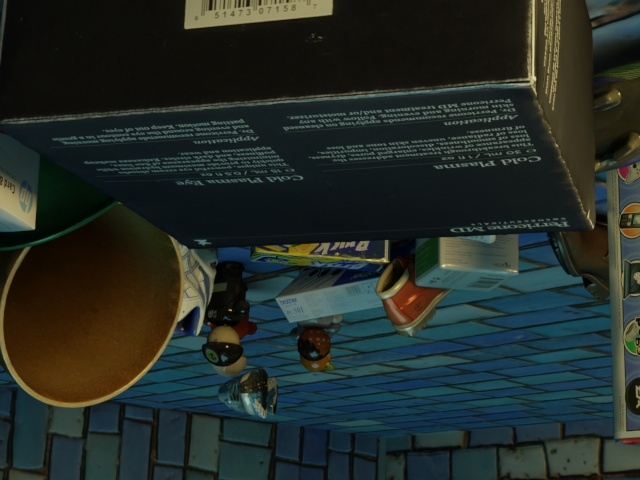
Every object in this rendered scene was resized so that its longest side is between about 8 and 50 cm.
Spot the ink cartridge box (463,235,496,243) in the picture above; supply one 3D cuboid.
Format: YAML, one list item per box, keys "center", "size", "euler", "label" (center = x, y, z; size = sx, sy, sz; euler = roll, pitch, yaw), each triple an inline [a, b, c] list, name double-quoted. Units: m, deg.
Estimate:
- center: [0.041, -0.078, 1.230]
  size: [0.275, 0.060, 0.239]
  euler: [10, 163, 6]
  label: "ink cartridge box"

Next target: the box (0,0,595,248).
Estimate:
- center: [0.004, -0.121, 0.910]
  size: [0.343, 0.179, 0.312]
  euler: [-2, 164, 17]
  label: "box"

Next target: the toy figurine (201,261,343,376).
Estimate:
- center: [-0.073, 0.126, 1.926]
  size: [0.209, 0.148, 0.213]
  euler: [3, 165, -2]
  label: "toy figurine"

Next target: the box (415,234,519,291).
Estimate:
- center: [0.174, 0.007, 1.555]
  size: [0.102, 0.087, 0.101]
  euler: [6, 165, -12]
  label: "box"

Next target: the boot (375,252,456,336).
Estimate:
- center: [0.131, 0.035, 1.620]
  size: [0.059, 0.158, 0.085]
  euler: [14, 148, 52]
  label: "boot"

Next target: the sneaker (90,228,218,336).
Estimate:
- center: [-0.208, 0.047, 1.680]
  size: [0.111, 0.131, 0.296]
  euler: [-2, 164, 20]
  label: "sneaker"

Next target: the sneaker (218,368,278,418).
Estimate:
- center: [-0.114, 0.229, 1.922]
  size: [0.083, 0.071, 0.191]
  euler: [1, 168, 5]
  label: "sneaker"

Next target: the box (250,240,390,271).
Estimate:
- center: [0.000, 0.000, 1.608]
  size: [0.168, 0.059, 0.054]
  euler: [5, 165, -10]
  label: "box"

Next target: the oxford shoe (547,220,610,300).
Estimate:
- center: [0.334, 0.000, 1.567]
  size: [0.096, 0.083, 0.227]
  euler: [-28, 153, 22]
  label: "oxford shoe"

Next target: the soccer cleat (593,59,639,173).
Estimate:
- center: [0.320, -0.132, 1.058]
  size: [0.289, 0.093, 0.121]
  euler: [-18, -168, 35]
  label: "soccer cleat"

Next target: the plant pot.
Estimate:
- center: [-0.324, 0.037, 1.496]
  size: [0.237, 0.237, 0.254]
  euler: [17, -177, -45]
  label: "plant pot"

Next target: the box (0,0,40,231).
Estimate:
- center: [-0.248, -0.115, 0.952]
  size: [0.038, 0.186, 0.145]
  euler: [-1, 164, 12]
  label: "box"

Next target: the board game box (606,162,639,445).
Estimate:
- center: [0.400, 0.021, 1.146]
  size: [0.086, 0.308, 0.302]
  euler: [13, 163, -39]
  label: "board game box"

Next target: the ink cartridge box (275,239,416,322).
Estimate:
- center: [0.043, 0.054, 1.737]
  size: [0.207, 0.046, 0.097]
  euler: [-13, -157, 45]
  label: "ink cartridge box"

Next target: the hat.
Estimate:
- center: [-0.308, -0.106, 1.310]
  size: [0.173, 0.184, 0.208]
  euler: [4, -147, 42]
  label: "hat"
